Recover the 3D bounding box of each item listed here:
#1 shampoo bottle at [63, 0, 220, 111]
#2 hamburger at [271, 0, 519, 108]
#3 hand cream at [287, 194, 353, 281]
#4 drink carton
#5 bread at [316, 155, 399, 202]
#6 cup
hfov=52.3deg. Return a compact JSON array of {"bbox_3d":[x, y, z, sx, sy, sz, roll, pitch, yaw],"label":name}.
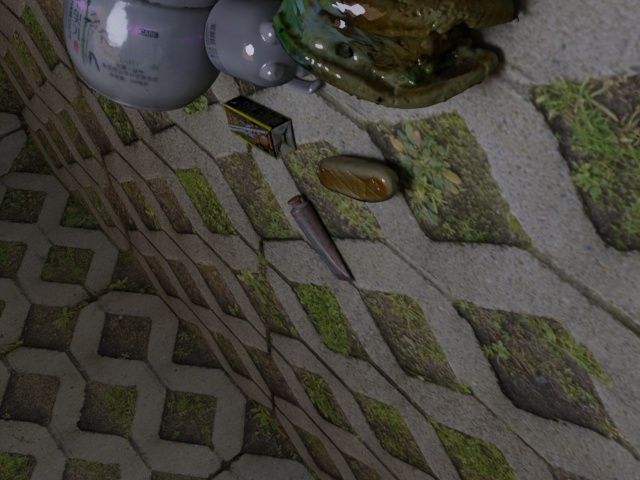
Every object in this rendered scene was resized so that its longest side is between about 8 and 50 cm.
[{"bbox_3d":[-0.283,-0.381,1.086,0.273,0.273,0.266,43,134,25],"label":"shampoo bottle"},{"bbox_3d":[0.062,-0.266,0.760,0.288,0.192,0.168,45,162,22],"label":"hamburger"},{"bbox_3d":[0.000,0.000,1.341,0.210,0.043,0.067,58,157,-17],"label":"hand cream"},{"bbox_3d":[-0.122,-0.222,1.269,0.165,0.056,0.071,33,143,40],"label":"drink carton"},{"bbox_3d":[0.065,-0.104,1.083,0.214,0.053,0.073,19,132,56],"label":"bread"},{"bbox_3d":[-0.082,-0.292,1.027,0.142,0.134,0.174,30,143,39],"label":"cup"}]
